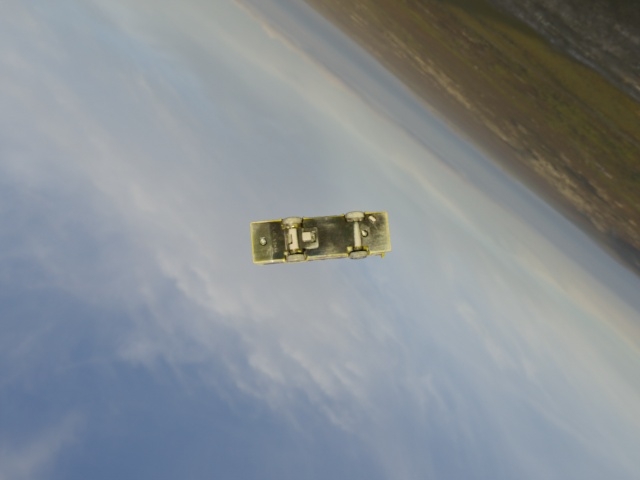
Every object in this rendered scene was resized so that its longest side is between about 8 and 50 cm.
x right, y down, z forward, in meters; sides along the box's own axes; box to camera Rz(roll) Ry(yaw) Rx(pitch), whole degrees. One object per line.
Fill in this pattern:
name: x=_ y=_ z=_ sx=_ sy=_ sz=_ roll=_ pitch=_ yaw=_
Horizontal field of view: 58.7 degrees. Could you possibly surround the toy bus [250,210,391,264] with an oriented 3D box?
toy bus: x=0.000 y=0.000 z=0.938 sx=0.074 sy=0.226 sz=0.081 roll=117 pitch=147 yaw=-80
